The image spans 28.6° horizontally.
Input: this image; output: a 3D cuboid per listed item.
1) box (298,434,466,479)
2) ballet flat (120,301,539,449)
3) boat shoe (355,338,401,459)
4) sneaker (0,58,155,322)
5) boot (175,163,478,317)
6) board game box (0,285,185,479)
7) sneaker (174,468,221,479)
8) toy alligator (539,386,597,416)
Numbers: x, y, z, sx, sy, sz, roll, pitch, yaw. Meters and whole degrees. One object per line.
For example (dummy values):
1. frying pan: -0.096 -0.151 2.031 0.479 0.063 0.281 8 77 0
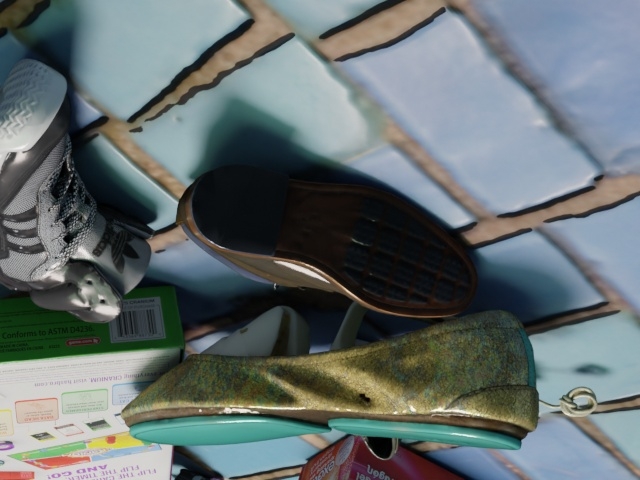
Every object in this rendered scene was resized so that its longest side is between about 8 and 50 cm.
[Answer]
1. box: 0.101 0.298 1.182 0.257 0.123 0.128 29 145 -15
2. ballet flat: 0.003 0.102 0.969 0.348 0.123 0.123 -5 139 29
3. boat shoe: 0.045 0.136 1.058 0.049 0.040 0.142 1 141 23
4. sneaker: -0.184 -0.026 0.899 0.153 0.101 0.268 27 150 -13
5. boot: 0.000 0.000 0.891 0.219 0.082 0.106 21 172 -19
6. board game box: -0.251 0.166 1.112 0.242 0.064 0.316 -4 143 -14
7. sneaker: -0.142 0.282 1.348 0.057 0.047 0.119 24 138 4
8. toy alligator: 0.128 0.126 1.006 0.189 0.056 0.051 -2 -175 17
